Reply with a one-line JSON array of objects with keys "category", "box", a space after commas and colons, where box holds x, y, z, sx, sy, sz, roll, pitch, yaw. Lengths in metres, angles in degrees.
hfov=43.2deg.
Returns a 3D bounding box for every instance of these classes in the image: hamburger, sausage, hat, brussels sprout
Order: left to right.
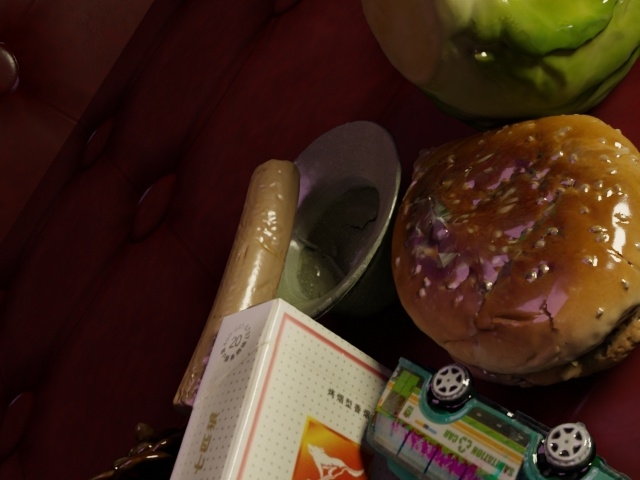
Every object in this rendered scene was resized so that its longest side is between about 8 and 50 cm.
[{"category": "sausage", "box": [-0.075, 0.042, 0.827, 0.066, 0.066, 0.301, -17, 48, 45]}, {"category": "hat", "box": [0.035, 0.010, 0.890, 0.257, 0.130, 0.257, -36, 36, 32]}, {"category": "brussels sprout", "box": [0.173, -0.233, 0.768, 0.259, 0.294, 0.227, 62, 147, 11]}, {"category": "hamburger", "box": [0.180, -0.001, 0.712, 0.243, 0.146, 0.286, -43, 34, 10]}]

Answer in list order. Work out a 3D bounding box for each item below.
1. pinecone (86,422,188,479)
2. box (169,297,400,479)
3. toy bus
[{"category": "pinecone", "box": [-0.119, 0.308, 0.792, 0.244, 0.244, 0.309, -39, 54, 27]}, {"category": "box", "box": [-0.025, 0.243, 0.685, 0.095, 0.210, 0.330, -22, 42, 45]}, {"category": "toy bus", "box": [0.145, 0.179, 0.631, 0.109, 0.091, 0.262, -55, 36, -9]}]
